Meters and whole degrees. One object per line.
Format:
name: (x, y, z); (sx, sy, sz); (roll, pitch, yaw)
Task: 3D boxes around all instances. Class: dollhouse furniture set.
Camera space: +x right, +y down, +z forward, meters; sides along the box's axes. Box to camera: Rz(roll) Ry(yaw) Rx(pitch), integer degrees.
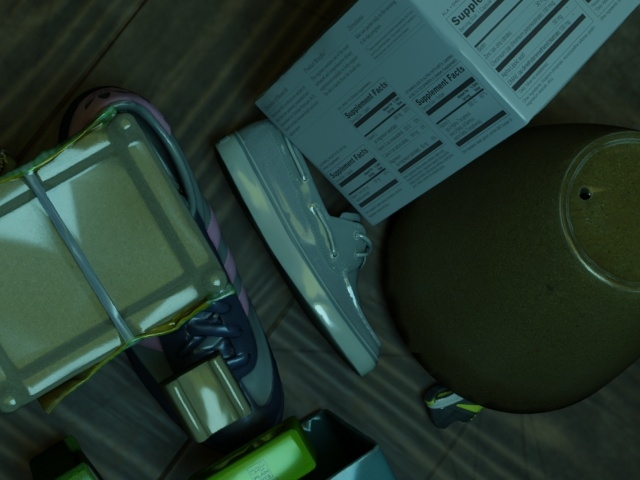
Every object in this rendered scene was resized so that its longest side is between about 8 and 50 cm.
dollhouse furniture set: (-0.160, 0.078, 1.220); (0.198, 0.151, 0.301); (-30, 95, -9)

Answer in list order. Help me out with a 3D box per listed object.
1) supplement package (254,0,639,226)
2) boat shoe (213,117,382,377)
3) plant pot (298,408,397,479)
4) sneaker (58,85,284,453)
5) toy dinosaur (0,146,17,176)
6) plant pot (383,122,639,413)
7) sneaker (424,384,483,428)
supplement package: (0.104, -0.159, 1.239); (0.145, 0.262, 0.204); (46, 63, -5)
boat shoe: (0.000, 0.000, 1.326); (0.081, 0.079, 0.227); (-31, 89, -6)
plant pot: (0.014, 0.284, 1.275); (0.165, 0.166, 0.234); (-33, 100, -10)
sneaker: (-0.119, 0.027, 1.277); (0.112, 0.131, 0.319); (-28, 92, -10)
toy dinosaur: (-0.252, 0.064, 1.292); (0.118, 0.064, 0.268); (13, 89, -6)
plant pot: (0.196, 0.004, 1.258); (0.237, 0.254, 0.237); (3, 78, -13)
sneaker: (0.126, 0.133, 1.370); (0.083, 0.031, 0.035); (-14, 114, -16)
